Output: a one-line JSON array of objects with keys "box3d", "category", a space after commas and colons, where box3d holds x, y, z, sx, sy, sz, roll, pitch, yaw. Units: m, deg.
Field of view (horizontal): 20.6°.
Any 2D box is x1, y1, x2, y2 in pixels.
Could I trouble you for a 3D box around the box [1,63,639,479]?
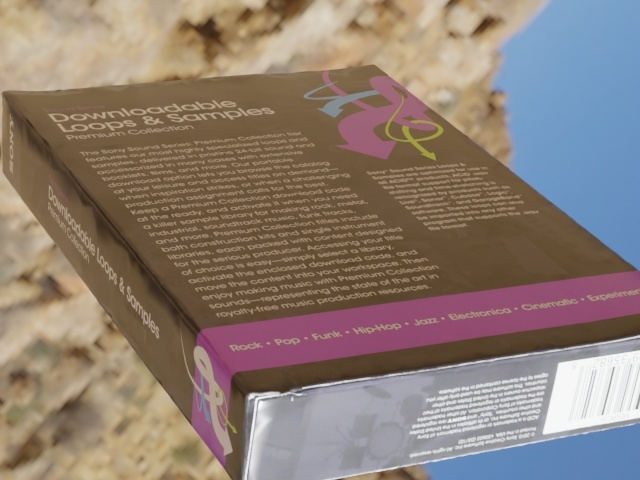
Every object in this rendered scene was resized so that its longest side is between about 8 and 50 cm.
[{"box3d": [0.000, 0.000, 0.436, 0.162, 0.116, 0.029, 47, -44, 50], "category": "box"}]
